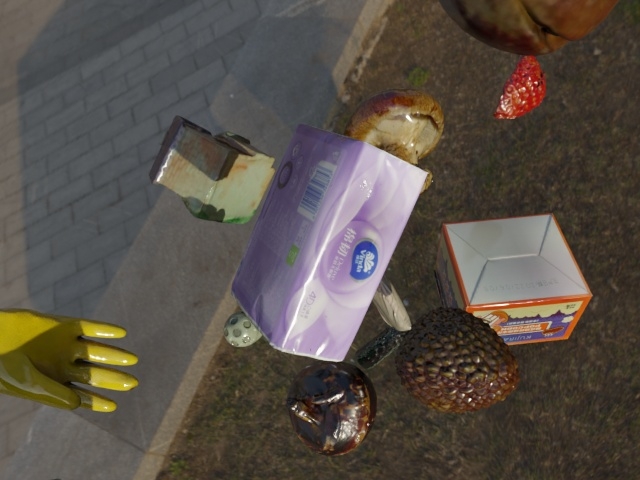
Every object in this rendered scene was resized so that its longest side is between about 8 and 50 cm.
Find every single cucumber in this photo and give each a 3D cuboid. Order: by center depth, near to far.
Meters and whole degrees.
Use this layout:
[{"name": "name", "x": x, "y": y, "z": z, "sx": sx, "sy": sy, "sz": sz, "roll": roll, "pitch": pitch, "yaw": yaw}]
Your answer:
[{"name": "cucumber", "x": 0.206, "y": 0.333, "z": 1.702, "sx": 0.211, "sy": 0.078, "sz": 0.062, "roll": -42, "pitch": 35, "yaw": 34}]

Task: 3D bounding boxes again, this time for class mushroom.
[{"name": "mushroom", "x": 0.199, "y": -0.275, "z": 1.415, "sx": 0.267, "sy": 0.267, "sz": 0.254, "roll": -40, "pitch": 31, "yaw": -2}]

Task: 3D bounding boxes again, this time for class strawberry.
[{"name": "strawberry", "x": 0.564, "y": -0.406, "z": 1.507, "sx": 0.111, "sy": 0.190, "sz": 0.236, "roll": 25, "pitch": 46, "yaw": 13}]

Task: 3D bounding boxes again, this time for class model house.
[{"name": "model house", "x": -0.334, "y": -0.216, "z": 1.594, "sx": 0.280, "sy": 0.312, "sz": 0.245, "roll": 30, "pitch": 101, "yaw": 20}]

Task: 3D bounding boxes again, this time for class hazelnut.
[{"name": "hazelnut", "x": 0.348, "y": -0.554, "z": 0.968, "sx": 0.402, "sy": 0.429, "sz": 0.402, "roll": -24, "pitch": 36, "yaw": 19}]

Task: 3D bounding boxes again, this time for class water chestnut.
[{"name": "water chestnut", "x": 0.013, "y": 0.496, "z": 1.611, "sx": 0.300, "sy": 0.300, "sz": 0.299, "roll": -9, "pitch": 61, "yaw": 17}]

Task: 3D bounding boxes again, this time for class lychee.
[{"name": "lychee", "x": 0.288, "y": 0.260, "z": 1.164, "sx": 0.271, "sy": 0.236, "sz": 0.235, "roll": 5, "pitch": 63, "yaw": 51}]

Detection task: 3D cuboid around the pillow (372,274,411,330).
[{"name": "pillow", "x": 0.174, "y": 0.145, "z": 1.596, "sx": 0.067, "sy": 0.173, "sz": 0.270, "roll": -30, "pitch": 85, "yaw": -9}]

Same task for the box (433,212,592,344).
[{"name": "box", "x": 0.554, "y": 0.125, "z": 1.634, "sx": 0.349, "sy": 0.256, "sz": 0.318, "roll": -7, "pitch": 51, "yaw": -1}]

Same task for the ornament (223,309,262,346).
[{"name": "ornament", "x": -0.143, "y": 0.172, "z": 1.113, "sx": 0.081, "sy": 0.156, "sz": 0.074, "roll": 0, "pitch": 92, "yaw": 11}]

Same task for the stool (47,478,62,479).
[{"name": "stool", "x": -0.412, "y": 0.417, "z": 0.536, "sx": 0.297, "sy": 0.330, "sz": 0.296, "roll": 14, "pitch": 107, "yaw": 52}]

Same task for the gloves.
[{"name": "gloves", "x": -0.405, "y": 0.163, "z": 0.793, "sx": 0.116, "sy": 0.295, "sz": 0.132, "roll": -6, "pitch": 64, "yaw": 54}]

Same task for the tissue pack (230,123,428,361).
[{"name": "tissue pack", "x": 0.000, "y": 0.000, "z": 0.891, "sx": 0.242, "sy": 0.160, "sz": 0.338, "roll": 37, "pitch": 106, "yaw": 59}]
